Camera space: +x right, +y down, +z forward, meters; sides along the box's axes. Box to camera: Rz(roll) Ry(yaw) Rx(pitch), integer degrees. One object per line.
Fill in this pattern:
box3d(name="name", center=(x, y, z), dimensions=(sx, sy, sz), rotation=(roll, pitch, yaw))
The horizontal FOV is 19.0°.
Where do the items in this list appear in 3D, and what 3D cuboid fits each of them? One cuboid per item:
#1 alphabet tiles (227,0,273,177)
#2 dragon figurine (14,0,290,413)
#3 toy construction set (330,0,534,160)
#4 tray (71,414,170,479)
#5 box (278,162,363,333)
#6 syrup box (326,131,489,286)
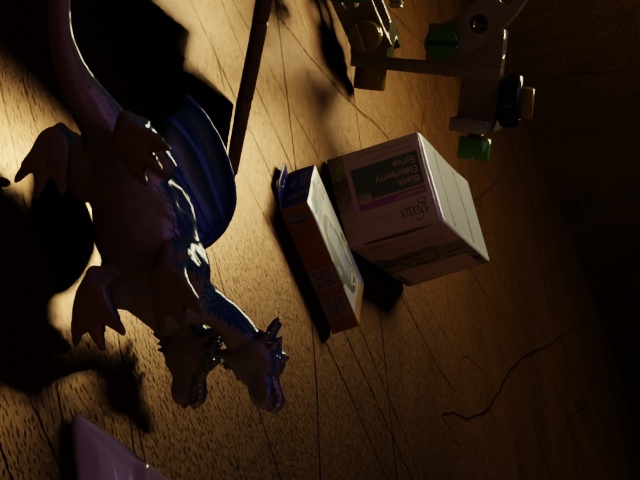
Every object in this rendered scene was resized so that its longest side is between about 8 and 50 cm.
box3d(name="alphabet tiles", center=(-0.033, -0.209, 1.351), dimensions=(0.285, 0.011, 0.342), rotation=(-85, -173, -60))
box3d(name="dragon figurine", center=(-0.097, -0.026, 1.048), dimensions=(0.144, 0.085, 0.289), rotation=(-43, 115, -77))
box3d(name="toy construction set", center=(0.109, -0.209, 2.069), dimensions=(0.309, 0.257, 0.237), rotation=(-147, -126, -73))
box3d(name="tray", center=(-0.059, 0.199, 1.034), dimensions=(0.270, 0.030, 0.145), rotation=(52, 22, -58))
box3d(name="box", center=(0.000, 0.000, 1.589), dimensions=(0.081, 0.028, 0.136), rotation=(-81, 152, -65))
box3d(name="syrup box", center=(0.089, -0.027, 1.865), dimensions=(0.237, 0.093, 0.096), rotation=(34, 40, -71))
